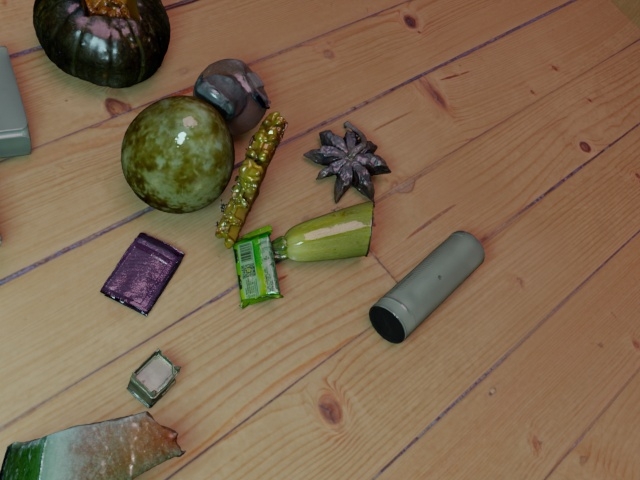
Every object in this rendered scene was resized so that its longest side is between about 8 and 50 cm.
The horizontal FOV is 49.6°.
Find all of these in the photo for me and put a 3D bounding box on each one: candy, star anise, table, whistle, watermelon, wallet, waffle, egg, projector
[{"bbox_3d":[-0.140,0.058,1.517,0.102,0.032,0.178,-16,65,8],"label":"candy"},{"bbox_3d":[0.072,-0.214,1.755,0.230,0.081,0.262,10,60,-3],"label":"star anise"},{"bbox_3d":[-0.316,0.262,1.319,0.062,0.083,0.079,40,54,5],"label":"table"},{"bbox_3d":[-0.229,-0.324,1.600,0.189,0.189,0.348,32,14,-1],"label":"whistle"},{"bbox_3d":[-0.415,0.369,1.135,0.302,0.264,0.151,-26,86,-42],"label":"watermelon"},{"bbox_3d":[-0.369,0.066,1.446,0.111,0.030,0.166,29,55,-4],"label":"wallet"},{"bbox_3d":[-0.151,-0.144,1.495,0.069,0.293,0.259,25,43,-6],"label":"waffle"},{"bbox_3d":[-0.298,-0.186,1.464,0.238,0.289,0.238,8,58,-13],"label":"egg"},{"bbox_3d":[0.253,0.102,1.623,0.108,0.108,0.337,47,56,9],"label":"projector"},{"bbox_3d":[-0.742,-0.285,1.464,0.198,0.108,0.250,-13,68,-27],"label":"projector"}]

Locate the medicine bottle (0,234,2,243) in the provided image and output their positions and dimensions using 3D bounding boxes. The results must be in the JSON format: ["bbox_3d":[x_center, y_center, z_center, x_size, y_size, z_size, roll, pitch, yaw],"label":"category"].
[{"bbox_3d":[-0.732,-0.117,1.254,0.190,0.190,0.332,-23,92,-30],"label":"medicine bottle"}]

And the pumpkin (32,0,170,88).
[{"bbox_3d":[-0.508,-0.504,1.630,0.320,0.192,0.320,9,60,-17],"label":"pumpkin"}]

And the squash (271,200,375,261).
[{"bbox_3d":[0.008,-0.001,1.575,0.287,0.137,0.137,-14,67,-25],"label":"squash"}]
